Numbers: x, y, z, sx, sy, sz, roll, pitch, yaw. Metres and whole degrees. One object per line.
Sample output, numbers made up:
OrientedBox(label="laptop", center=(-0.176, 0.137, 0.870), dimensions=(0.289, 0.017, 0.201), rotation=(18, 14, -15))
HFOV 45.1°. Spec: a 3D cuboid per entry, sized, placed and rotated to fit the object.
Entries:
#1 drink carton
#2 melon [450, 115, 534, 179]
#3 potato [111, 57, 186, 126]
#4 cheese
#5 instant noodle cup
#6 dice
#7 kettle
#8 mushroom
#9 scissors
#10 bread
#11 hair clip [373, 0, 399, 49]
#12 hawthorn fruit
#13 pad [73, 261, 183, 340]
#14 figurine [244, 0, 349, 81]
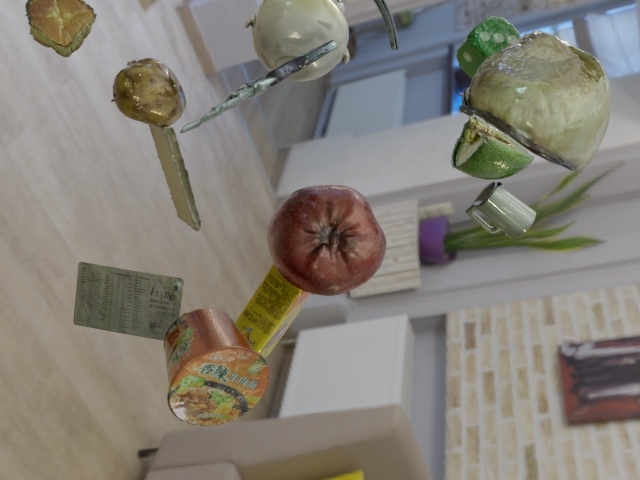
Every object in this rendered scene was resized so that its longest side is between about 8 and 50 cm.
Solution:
OrientedBox(label="drink carton", center=(-0.130, 0.184, 2.047), dimensions=(0.111, 0.351, 0.154), rotation=(40, 28, 10))
OrientedBox(label="melon", center=(0.437, -0.210, 1.970), dimensions=(0.129, 0.169, 0.265), rotation=(-62, -173, 18))
OrientedBox(label="potato", center=(-0.336, -0.294, 1.547), dimensions=(0.176, 0.137, 0.137), rotation=(-24, 102, -73))
OrientedBox(label="cheese", center=(-0.356, -0.159, 1.901), dimensions=(0.085, 0.034, 0.400), rotation=(40, -24, 25))
OrientedBox(label="instant noodle cup", center=(-0.250, 0.273, 1.740), dimensions=(0.182, 0.230, 0.230), rotation=(56, -6, 49))
OrientedBox(label="dice", center=(0.440, -0.499, 2.016), dimensions=(0.120, 0.128, 0.131), rotation=(45, -16, 6))
OrientedBox(label="kettle", center=(0.504, -0.083, 2.146), dimensions=(0.148, 0.127, 0.098), rotation=(36, 70, -9))
OrientedBox(label="mushroom", center=(0.340, -0.211, 1.136), dimensions=(0.267, 0.164, 0.189), rotation=(16, 19, -42))
OrientedBox(label="scissors", center=(-0.122, -0.264, 1.355), dimensions=(0.029, 0.256, 0.383), rotation=(62, 27, -13))
OrientedBox(label="bread", center=(-0.560, -0.471, 1.642), dimensions=(0.140, 0.069, 0.128), rotation=(36, 73, -10))
OrientedBox(label="hair clip", center=(0.121, -0.513, 1.670), dimensions=(0.229, 0.070, 0.039), rotation=(51, -8, -29))
OrientedBox(label="hawthorn fruit", center=(0.000, 0.000, 1.827), dimensions=(0.275, 0.300, 0.275), rotation=(2, 86, -29))
OrientedBox(label="pad", center=(-0.461, 0.147, 1.836), dimensions=(0.009, 0.265, 0.159), rotation=(-42, 140, -78))
OrientedBox(label="figurine", center=(-0.044, -0.509, 1.679), dimensions=(0.227, 0.274, 0.394), rotation=(18, 60, -18))
